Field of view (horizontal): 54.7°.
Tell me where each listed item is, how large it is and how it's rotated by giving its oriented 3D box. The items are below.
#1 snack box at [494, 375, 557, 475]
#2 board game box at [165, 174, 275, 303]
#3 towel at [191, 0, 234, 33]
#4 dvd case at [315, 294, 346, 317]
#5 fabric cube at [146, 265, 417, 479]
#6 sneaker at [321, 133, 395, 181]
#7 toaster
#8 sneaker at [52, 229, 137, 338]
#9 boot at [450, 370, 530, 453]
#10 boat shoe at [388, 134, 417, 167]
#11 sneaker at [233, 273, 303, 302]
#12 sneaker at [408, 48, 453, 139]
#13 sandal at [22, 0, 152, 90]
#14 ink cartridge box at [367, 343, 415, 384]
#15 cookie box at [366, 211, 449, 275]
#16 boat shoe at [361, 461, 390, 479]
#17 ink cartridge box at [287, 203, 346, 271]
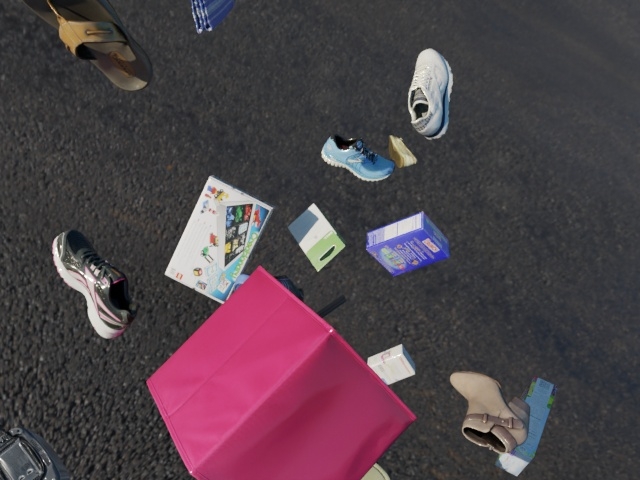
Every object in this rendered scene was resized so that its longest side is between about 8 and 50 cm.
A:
[{"bbox_3d":[0.529,0.480,1.599,0.070,0.174,0.207,22,58,16],"label":"snack box"},{"bbox_3d":[-0.276,0.000,1.698,0.193,0.305,0.053,27,11,-1],"label":"board game box"},{"bbox_3d":[-0.239,-0.573,1.132,0.040,0.336,0.243,-8,32,11],"label":"towel"},{"bbox_3d":[-0.051,0.227,1.632,0.180,0.253,0.022,-31,84,-32],"label":"dvd case"},{"bbox_3d":[-0.065,0.242,0.950,0.258,0.259,0.254,-46,123,-8],"label":"fabric cube"},{"bbox_3d":[0.083,-0.180,1.323,0.162,0.073,0.063,19,50,2],"label":"sneaker"},{"bbox_3d":[-0.718,0.554,1.515,0.129,0.146,0.227,-40,77,-20],"label":"toaster"},{"bbox_3d":[-0.334,0.057,0.950,0.178,0.077,0.072,58,32,-4],"label":"sneaker"},{"bbox_3d":[0.192,0.205,0.740,0.118,0.042,0.087,17,31,34],"label":"boot"},{"bbox_3d":[0.226,-0.250,1.732,0.048,0.056,0.153,-6,31,-7],"label":"boat shoe"},{"bbox_3d":[-0.121,0.119,1.504,0.232,0.081,0.091,40,49,-46],"label":"sneaker"},{"bbox_3d":[0.253,-0.361,1.470,0.094,0.090,0.235,18,64,-42],"label":"sneaker"},{"bbox_3d":[-0.302,-0.263,0.815,0.090,0.219,0.060,-14,58,14],"label":"sandal"},{"bbox_3d":[0.219,0.385,1.899,0.088,0.122,0.052,57,21,-20],"label":"ink cartridge box"},{"bbox_3d":[0.145,0.008,1.022,0.092,0.107,0.040,42,39,-38],"label":"cookie box"},{"bbox_3d":[0.071,0.521,1.396,0.127,0.340,0.113,-23,108,-20],"label":"boat shoe"},{"bbox_3d":[0.000,0.000,1.782,0.062,0.109,0.209,41,9,-47],"label":"ink cartridge box"}]
